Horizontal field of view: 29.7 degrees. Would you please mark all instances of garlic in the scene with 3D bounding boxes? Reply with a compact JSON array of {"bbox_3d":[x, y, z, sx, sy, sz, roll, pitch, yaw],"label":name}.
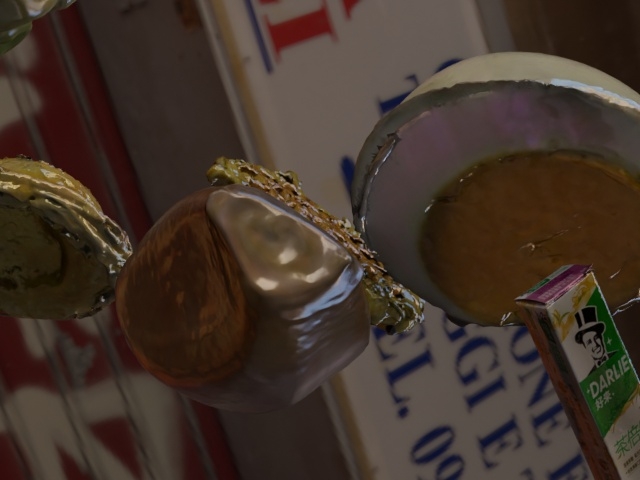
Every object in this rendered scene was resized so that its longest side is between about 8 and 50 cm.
[{"bbox_3d":[-0.049,0.041,0.714,0.143,0.112,0.318,44,-23,-4],"label":"garlic"}]

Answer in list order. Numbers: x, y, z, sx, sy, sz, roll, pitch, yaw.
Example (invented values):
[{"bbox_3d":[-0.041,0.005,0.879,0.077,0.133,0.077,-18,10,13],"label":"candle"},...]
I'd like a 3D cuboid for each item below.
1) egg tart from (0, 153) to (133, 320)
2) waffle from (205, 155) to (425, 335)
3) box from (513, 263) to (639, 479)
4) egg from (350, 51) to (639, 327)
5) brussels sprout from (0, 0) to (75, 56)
[{"bbox_3d":[-0.355,-0.009,1.455,0.288,0.118,0.288,10,-40,8],"label":"egg tart"},{"bbox_3d":[-0.001,0.001,1.167,0.254,0.245,0.052,40,-80,7],"label":"waffle"},{"bbox_3d":[0.192,0.116,0.801,0.041,0.050,0.207,5,-56,62],"label":"box"},{"bbox_3d":[0.183,-0.063,1.031,0.286,0.174,0.264,1,-49,17],"label":"egg"},{"bbox_3d":[-0.292,-0.271,0.793,0.328,0.247,0.328,30,-20,12],"label":"brussels sprout"}]
